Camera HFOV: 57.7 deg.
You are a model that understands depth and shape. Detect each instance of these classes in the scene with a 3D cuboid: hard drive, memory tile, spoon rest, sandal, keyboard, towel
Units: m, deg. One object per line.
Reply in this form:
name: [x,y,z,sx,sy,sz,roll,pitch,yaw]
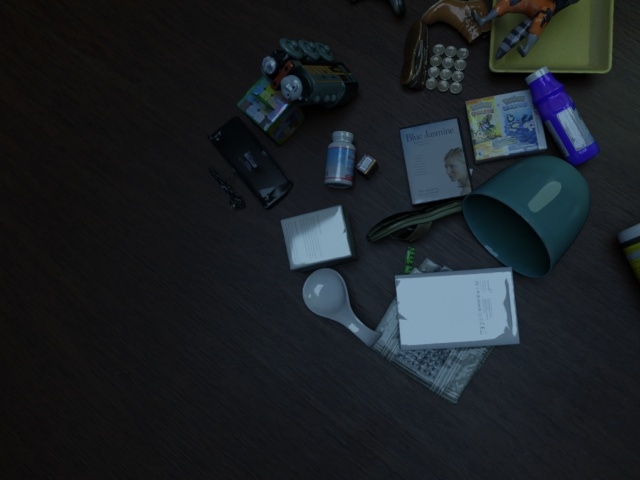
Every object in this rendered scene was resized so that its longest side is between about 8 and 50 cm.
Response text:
hard drive: [0.374,0.190,1.610,0.318,0.040,0.210,-5,84,8]
memory tile: [0.384,-0.522,1.766,0.113,0.012,0.148,12,85,12]
spoon rest: [0.057,0.192,1.674,0.276,0.084,0.137,42,95,23]
sandal: [0.279,-0.041,1.673,0.302,0.120,0.086,-16,102,5]
keyboard: [-0.249,-0.224,1.831,0.201,0.033,0.317,-38,77,-3]
towel: [0.339,0.250,1.649,0.312,0.056,0.324,34,89,13]

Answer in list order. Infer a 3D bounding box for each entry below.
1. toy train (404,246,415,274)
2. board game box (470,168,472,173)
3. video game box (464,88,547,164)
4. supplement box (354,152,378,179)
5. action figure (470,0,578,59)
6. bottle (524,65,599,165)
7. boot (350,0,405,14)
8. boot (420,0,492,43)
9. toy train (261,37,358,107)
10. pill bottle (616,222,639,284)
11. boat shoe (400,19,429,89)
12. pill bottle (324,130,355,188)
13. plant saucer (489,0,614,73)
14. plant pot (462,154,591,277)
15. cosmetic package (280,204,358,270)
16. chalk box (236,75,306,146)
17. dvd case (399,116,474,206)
toy train: [0.262,0.058,1.708,0.023,0.017,0.083,6,83,21]
board game box: [0.394,-0.175,1.714,0.090,0.020,0.090,14,84,12]
video game box: [0.539,-0.333,1.697,0.205,0.048,0.187,-9,78,9]
supplement box: [0.138,-0.220,1.733,0.043,0.083,0.055,37,90,13]
action figure: [0.585,-0.684,1.628,0.330,0.178,0.341,-38,51,-3]
bottle: [0.669,-0.346,1.617,0.092,0.118,0.283,-30,89,22]
boot: [0.162,-0.781,1.817,0.161,0.083,0.247,-22,74,14]
boot: [0.415,-0.657,1.751,0.197,0.073,0.153,-25,83,9]
toy train: [-0.027,-0.476,1.688,0.190,0.334,0.142,52,123,11]
pill bottle: [0.928,0.096,1.497,0.187,0.188,0.334,-22,79,6]
boat shoe: [0.295,-0.561,1.764,0.073,0.073,0.207,12,87,-26]
pill bottle: [0.061,-0.242,1.748,0.087,0.087,0.160,5,84,11]
plant saucer: [0.668,-0.634,1.697,0.332,0.081,0.333,4,83,11]
plant pot: [0.567,-0.085,1.548,0.235,0.293,0.293,-41,77,-13]
cosmetic package: [0.000,0.000,1.693,0.183,0.151,0.151,-13,81,9]
chalk box: [-0.150,-0.396,1.741,0.132,0.213,0.132,43,91,12]
dvd case: [0.341,-0.234,1.712,0.180,0.022,0.253,-10,73,10]
